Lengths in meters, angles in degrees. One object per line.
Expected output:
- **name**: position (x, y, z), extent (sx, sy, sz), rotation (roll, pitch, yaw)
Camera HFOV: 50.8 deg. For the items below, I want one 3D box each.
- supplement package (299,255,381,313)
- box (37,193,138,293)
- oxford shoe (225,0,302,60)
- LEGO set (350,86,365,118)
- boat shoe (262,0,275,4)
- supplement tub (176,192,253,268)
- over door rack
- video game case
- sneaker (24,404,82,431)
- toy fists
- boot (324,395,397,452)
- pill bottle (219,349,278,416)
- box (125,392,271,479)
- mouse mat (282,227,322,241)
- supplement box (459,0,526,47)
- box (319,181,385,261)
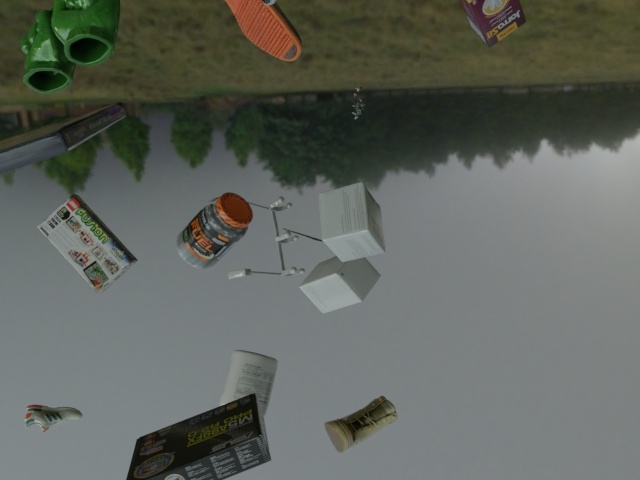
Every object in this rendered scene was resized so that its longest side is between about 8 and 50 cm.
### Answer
- **supplement package**: position (0.050, 0.108, 1.769), extent (0.105, 0.105, 0.179), rotation (-49, -166, -34)
- **box**: position (-0.528, 0.008, 1.532), extent (0.114, 0.207, 0.036), rotation (-42, 178, -2)
- **oxford shoe**: position (-0.159, -0.612, 1.693), extent (0.132, 0.363, 0.130), rotation (-46, -173, -39)
- **LEGO set**: position (0.100, -0.352, 1.726), extent (0.024, 0.083, 0.054), rotation (15, -143, 32)
- **boat shoe**: position (-0.130, -0.537, 1.342), extent (0.049, 0.142, 0.040), rotation (2, -150, 44)
- **supplement tub**: position (-0.251, -0.024, 1.609), extent (0.190, 0.117, 0.117), rotation (-42, 166, 35)
- **over door rack**: position (-0.158, -0.008, 2.009), extent (0.108, 0.239, 0.324), rotation (-16, 171, 29)
- **video game case**: position (-0.350, -0.109, 0.790), extent (0.196, 0.026, 0.274), rotation (-17, -163, 2)
- **sneaker**: position (-0.795, 0.535, 2.003), extent (0.162, 0.075, 0.057), rotation (11, 146, -18)
- **toy fists**: position (-0.476, -0.391, 1.272), extent (0.279, 0.142, 0.096), rotation (-17, 151, 39)
- **boot**: position (0.120, 0.514, 1.907), extent (0.204, 0.095, 0.262), rotation (-28, 158, -10)
- **pill bottle**: position (-0.203, 0.423, 1.838), extent (0.131, 0.229, 0.131), rotation (13, 165, 3)
- **box**: position (-0.240, 0.415, 1.344), extent (0.270, 0.060, 0.216), rotation (-20, -169, -4)
- **mouse mat**: position (0.000, 0.000, 1.939), extent (0.190, 0.007, 0.153), rotation (16, -179, -31)
- **supplement box**: position (0.374, -0.529, 1.492), extent (0.104, 0.080, 0.188), rotation (-35, 149, 13)
- **box**: position (0.057, -0.031, 1.195), extent (0.087, 0.101, 0.101), rotation (-14, 151, 18)
